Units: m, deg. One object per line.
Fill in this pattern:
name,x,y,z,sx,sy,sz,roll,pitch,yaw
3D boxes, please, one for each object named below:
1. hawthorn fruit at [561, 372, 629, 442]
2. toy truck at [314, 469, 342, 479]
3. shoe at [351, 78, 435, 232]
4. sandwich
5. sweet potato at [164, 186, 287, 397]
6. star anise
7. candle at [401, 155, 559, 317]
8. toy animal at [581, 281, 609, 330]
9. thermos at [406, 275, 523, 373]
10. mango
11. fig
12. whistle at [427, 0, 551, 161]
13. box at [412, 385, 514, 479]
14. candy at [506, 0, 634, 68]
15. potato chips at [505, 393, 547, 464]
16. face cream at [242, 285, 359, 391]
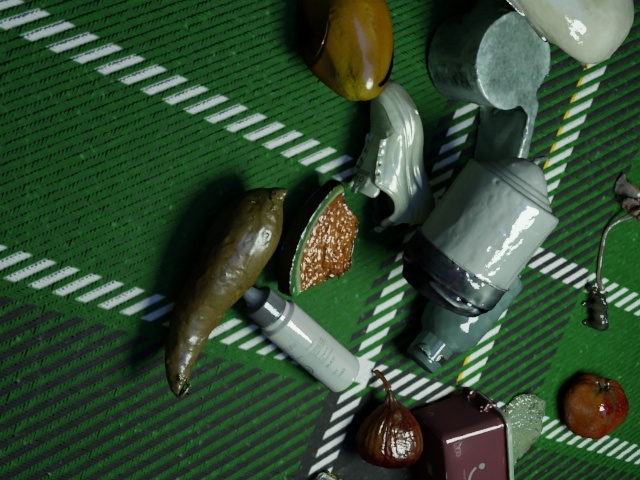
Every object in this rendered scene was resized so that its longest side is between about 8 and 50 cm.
hawthorn fruit,0.686,0.443,1.895,0.163,0.162,0.203,-5,121,-26
toy truck,0.081,0.590,1.621,0.227,0.114,0.098,32,86,-28
shoe,0.122,-0.151,1.481,0.159,0.124,0.316,-28,116,-18
sandwich,-0.008,-0.008,1.475,0.159,0.079,0.235,3,103,-38
sweet potato,-0.188,0.077,1.365,0.130,0.130,0.422,31,86,-29
star anise,0.751,-0.022,1.888,0.227,0.218,0.148,-40,161,29
candle,0.324,-0.030,1.450,0.221,0.221,0.342,25,107,-29
toy animal,0.695,0.165,1.872,0.047,0.065,0.135,-15,106,-24
thermos,0.307,0.167,1.641,0.286,0.145,0.182,-49,151,-8
mango,0.064,-0.373,1.378,0.166,0.136,0.236,1,82,-33
fig,0.156,0.385,1.615,0.146,0.134,0.201,6,89,-37
whistle,0.368,-0.311,1.547,0.188,0.168,0.404,-33,118,-16
box,0.318,0.499,1.688,0.168,0.193,0.294,-10,106,-16
candy,0.448,-0.558,1.442,0.427,0.186,0.386,33,43,-21
potato chips,0.490,0.492,1.843,0.167,0.059,0.228,44,75,-34
face cream,-0.049,0.185,1.481,0.092,0.092,0.311,-50,119,-9
